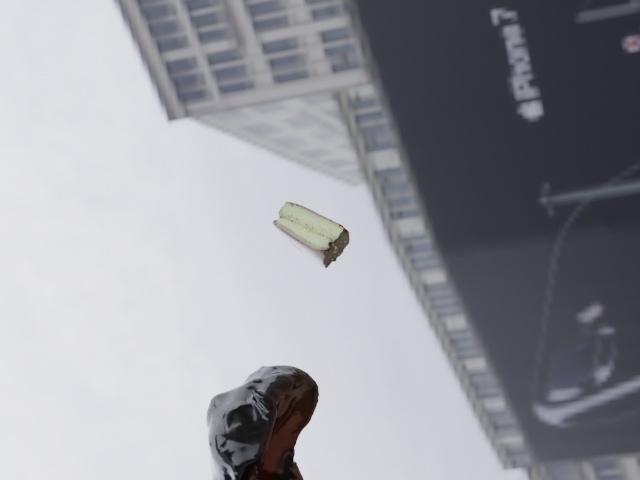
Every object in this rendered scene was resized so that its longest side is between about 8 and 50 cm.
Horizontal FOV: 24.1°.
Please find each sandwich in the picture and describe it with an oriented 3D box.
[{"bbox_3d":[0.000,0.000,1.123,0.044,0.031,0.083,45,173,-33],"label":"sandwich"}]

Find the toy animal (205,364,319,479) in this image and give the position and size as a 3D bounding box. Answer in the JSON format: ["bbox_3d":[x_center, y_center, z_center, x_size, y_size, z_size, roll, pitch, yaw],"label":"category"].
[{"bbox_3d":[-0.062,0.237,0.831,0.168,0.343,0.106,38,-163,6],"label":"toy animal"}]
